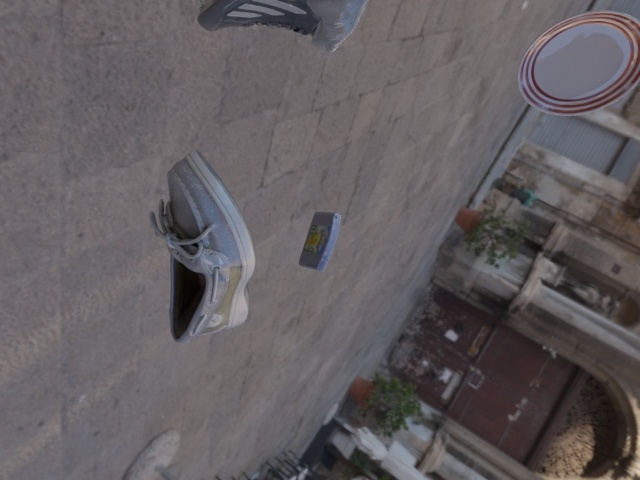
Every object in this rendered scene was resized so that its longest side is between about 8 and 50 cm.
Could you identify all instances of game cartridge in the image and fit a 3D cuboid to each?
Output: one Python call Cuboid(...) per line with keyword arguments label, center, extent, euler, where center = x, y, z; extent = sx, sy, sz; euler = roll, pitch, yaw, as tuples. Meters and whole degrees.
Cuboid(label="game cartridge", center=(0.000, 0.000, 0.705), extent=(0.017, 0.056, 0.083), euler=(23, 82, -38))

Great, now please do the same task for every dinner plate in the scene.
Cuboid(label="dinner plate", center=(0.306, -0.206, 0.597), extent=(0.141, 0.141, 0.017), euler=(95, 3, -55))

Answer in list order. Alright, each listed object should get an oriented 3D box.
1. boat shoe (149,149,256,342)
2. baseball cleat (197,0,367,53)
Cuboid(label="boat shoe", center=(-0.154, 0.029, 0.637), extent=(0.103, 0.118, 0.321), euler=(-27, 153, -26))
Cuboid(label="baseball cleat", center=(-0.036, -0.237, 0.530), extent=(0.110, 0.205, 0.072), euler=(62, 38, -26))
